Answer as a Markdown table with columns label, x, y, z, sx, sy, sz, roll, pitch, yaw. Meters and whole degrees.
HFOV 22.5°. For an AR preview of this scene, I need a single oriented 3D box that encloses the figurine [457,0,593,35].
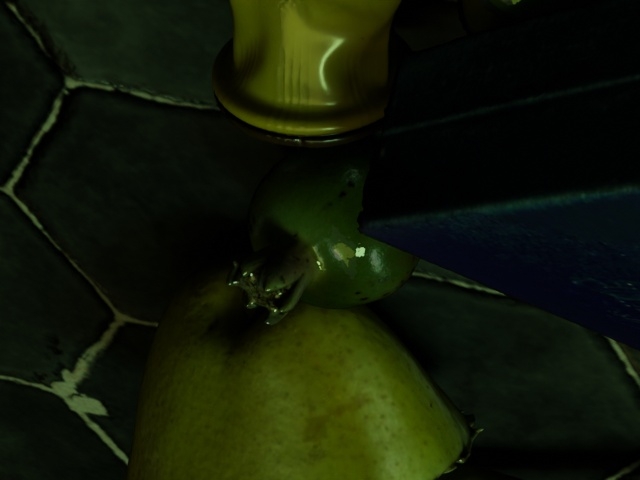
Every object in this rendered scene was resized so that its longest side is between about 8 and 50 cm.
| label | x | y | z | sx | sy | sz | roll | pitch | yaw |
| --- | --- | --- | --- | --- | --- | --- | --- | --- | --- |
| figurine | 0.133 | -0.169 | 0.755 | 0.162 | 0.143 | 0.263 | 28 | 153 | 2 |

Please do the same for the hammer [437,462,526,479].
| label | x | y | z | sx | sy | sz | roll | pitch | yaw |
| --- | --- | --- | --- | --- | --- | --- | --- | --- | --- |
| hammer | 0.227 | 0.206 | 1.148 | 0.440 | 0.044 | 0.168 | 7 | 142 | 39 |

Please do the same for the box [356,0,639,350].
| label | x | y | z | sx | sy | sz | roll | pitch | yaw |
| --- | --- | --- | --- | --- | --- | --- | --- | --- | --- |
| box | 0.206 | -0.018 | 0.791 | 0.261 | 0.116 | 0.279 | 24 | 162 | -30 |

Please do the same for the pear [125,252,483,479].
| label | x | y | z | sx | sy | sz | roll | pitch | yaw |
| --- | --- | --- | --- | --- | --- | --- | --- | --- | --- |
| pear | -0.036 | 0.094 | 1.122 | 0.267 | 0.267 | 0.178 | -10 | 101 | 35 |

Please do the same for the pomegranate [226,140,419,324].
| label | x | y | z | sx | sy | sz | roll | pitch | yaw |
| --- | --- | --- | --- | --- | --- | --- | --- | --- | --- |
| pomegranate | 0.000 | 0.000 | 1.008 | 0.115 | 0.142 | 0.114 | 20 | 130 | 26 |

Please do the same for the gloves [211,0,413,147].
| label | x | y | z | sx | sy | sz | roll | pitch | yaw |
| --- | --- | --- | --- | --- | --- | --- | --- | --- | --- |
| gloves | -0.012 | -0.198 | 0.822 | 0.133 | 0.116 | 0.294 | 5 | 133 | 10 |
